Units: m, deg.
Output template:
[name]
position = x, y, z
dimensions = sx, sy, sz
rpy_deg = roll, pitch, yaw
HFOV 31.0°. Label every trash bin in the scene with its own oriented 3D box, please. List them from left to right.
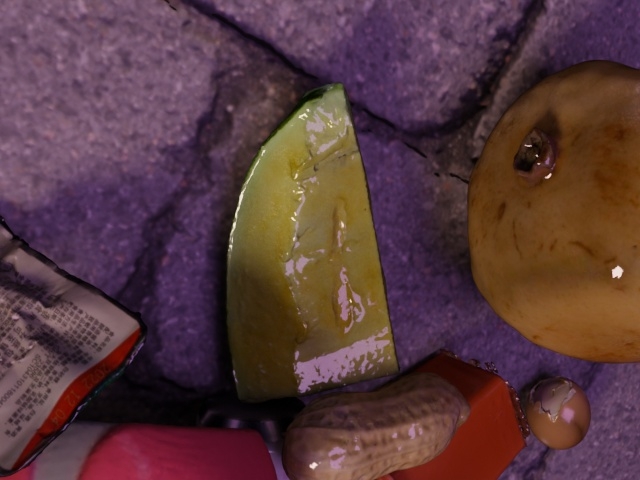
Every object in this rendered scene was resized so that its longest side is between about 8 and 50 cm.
[trash bin]
position = 0.100, 0.231, 1.270
dimensions = 0.239, 0.161, 0.184
rpy_deg = -38, 123, -26

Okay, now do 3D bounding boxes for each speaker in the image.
[speaker]
position = -0.172, 0.242, 0.992
dimensions = 0.294, 0.294, 0.294
rpy_deg = -11, 112, -30

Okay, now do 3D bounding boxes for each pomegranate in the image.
[pomegranate]
position = 0.310, -0.024, 1.207
dimensions = 0.333, 0.333, 0.332
rpy_deg = -11, 112, -30

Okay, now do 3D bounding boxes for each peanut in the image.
[peanut]
position = 0.054, 0.184, 1.118
dimensions = 0.214, 0.099, 0.090
rpy_deg = -10, 99, -31

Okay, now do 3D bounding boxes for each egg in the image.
[egg]
position = 0.297, 0.218, 1.433
dimensions = 0.080, 0.080, 0.096
rpy_deg = -38, 120, -17

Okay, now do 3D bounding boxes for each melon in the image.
[melon]
position = 0.000, 0.000, 1.139
dimensions = 0.196, 0.124, 0.323
rpy_deg = -13, 109, -31

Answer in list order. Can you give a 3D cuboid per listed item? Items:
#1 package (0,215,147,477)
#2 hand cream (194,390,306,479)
[package]
position = -0.265, 0.076, 0.942
dimensions = 0.166, 0.232, 0.040
rpy_deg = -49, 152, -18
[hand cream]
position = -0.076, 0.330, 1.208
dimensions = 0.186, 0.118, 0.358
rpy_deg = 0, 109, -10
